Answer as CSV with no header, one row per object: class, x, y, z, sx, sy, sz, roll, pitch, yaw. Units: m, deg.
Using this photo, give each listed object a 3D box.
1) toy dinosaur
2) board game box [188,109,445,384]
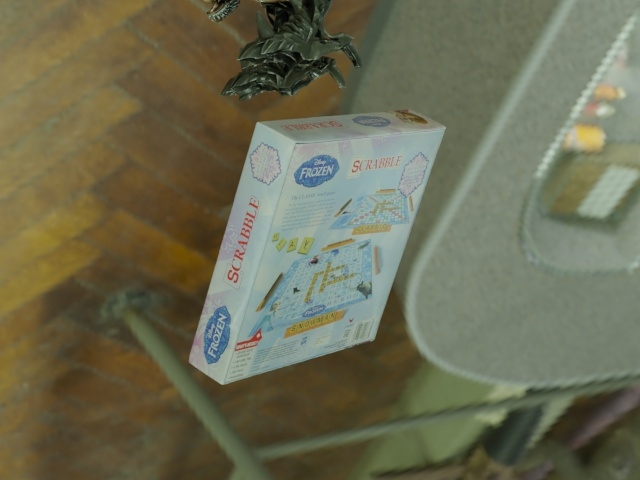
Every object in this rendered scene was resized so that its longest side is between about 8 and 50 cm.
toy dinosaur,-0.036,-0.262,1.405,0.322,0.218,0.164,-4,171,11
board game box,0.000,0.000,1.815,0.318,0.066,0.318,-10,124,-53
